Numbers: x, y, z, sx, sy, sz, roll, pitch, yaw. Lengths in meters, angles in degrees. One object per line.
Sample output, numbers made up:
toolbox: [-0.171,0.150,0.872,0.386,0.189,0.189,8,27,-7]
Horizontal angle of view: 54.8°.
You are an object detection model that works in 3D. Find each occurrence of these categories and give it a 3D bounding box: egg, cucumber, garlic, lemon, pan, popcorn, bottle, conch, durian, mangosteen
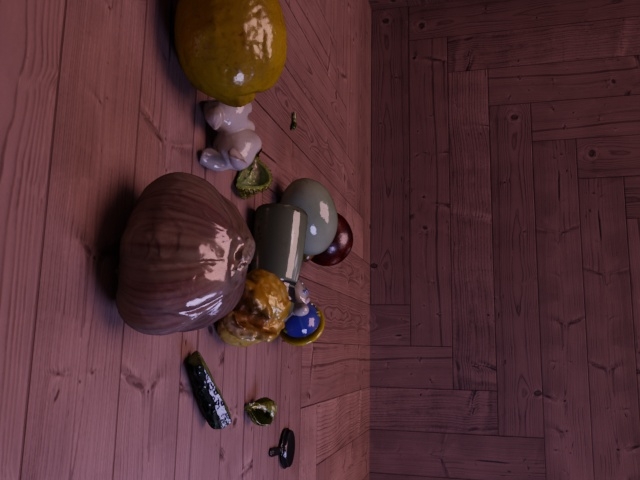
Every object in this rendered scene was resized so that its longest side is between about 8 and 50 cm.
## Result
egg: [-0.042,-0.082,2.156,0.203,0.202,0.283,-62,146,-62]
cucumber: [-0.280,0.365,1.495,0.078,0.062,0.211,50,-18,55]
garlic: [-0.257,0.037,1.212,0.317,0.259,0.318,-6,90,-74]
lemon: [-0.211,-0.483,1.430,0.316,0.285,0.285,76,19,-46]
pan: [-0.125,0.712,2.100,0.235,0.028,0.136,39,50,-71]
popcorn: [-0.186,0.188,1.654,0.191,0.190,0.253,58,27,3]
bottle: [-0.136,0.069,1.876,0.168,0.168,0.347,40,55,-71]
conch: [-0.174,0.510,1.835,0.121,0.074,0.089,23,26,-51]
durian: [-0.196,-0.190,1.838,0.100,0.086,0.215,63,28,-29]
mangosteen: [0.000,0.000,2.366,0.257,0.215,0.215,-19,110,-42]

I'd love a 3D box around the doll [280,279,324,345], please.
doll: [-0.099,0.217,2.086,0.243,0.159,0.311,56,9,-42]

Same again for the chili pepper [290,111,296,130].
chili pepper: [-0.101,-0.447,2.333,0.027,0.022,0.083,133,-36,-61]

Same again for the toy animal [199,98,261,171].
toy animal: [-0.234,-0.275,1.587,0.178,0.127,0.193,-30,119,-71]
